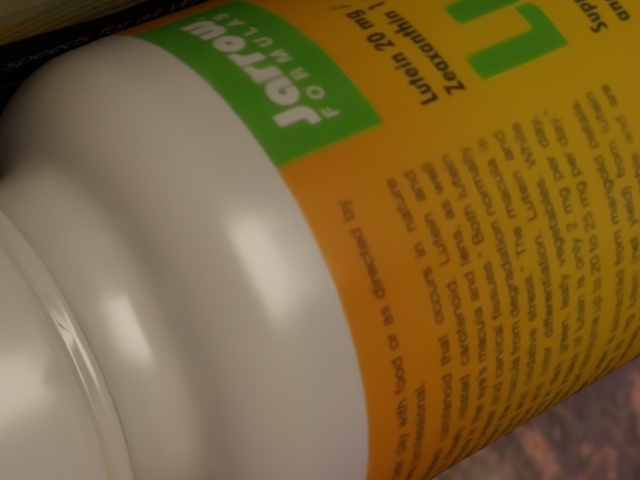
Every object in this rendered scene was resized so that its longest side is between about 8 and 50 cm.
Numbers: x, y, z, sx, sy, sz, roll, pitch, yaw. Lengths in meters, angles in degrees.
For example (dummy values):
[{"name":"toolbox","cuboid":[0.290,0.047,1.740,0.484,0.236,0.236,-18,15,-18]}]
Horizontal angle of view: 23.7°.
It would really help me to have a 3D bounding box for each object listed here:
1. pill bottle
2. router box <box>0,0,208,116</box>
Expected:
[{"name":"pill bottle","cuboid":[0.000,0.000,0.399,0.245,0.136,0.136,-25,88,-30]},{"name":"router box","cuboid":[-0.052,-0.099,0.341,0.309,0.243,0.081,-25,88,-30]}]
